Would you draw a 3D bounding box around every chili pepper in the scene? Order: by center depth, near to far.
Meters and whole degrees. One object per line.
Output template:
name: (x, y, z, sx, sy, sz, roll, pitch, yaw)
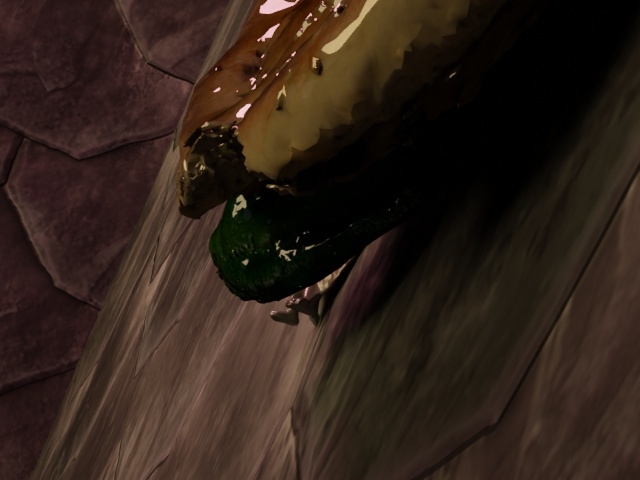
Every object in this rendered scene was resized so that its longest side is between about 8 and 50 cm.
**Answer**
chili pepper: (-0.001, -0.027, 0.906, 0.279, 0.065, 0.122, -39, 13, 40)

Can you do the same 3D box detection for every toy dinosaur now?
toy dinosaur: (0.001, 0.001, 1.035, 0.220, 0.032, 0.108, 140, 149, -69)

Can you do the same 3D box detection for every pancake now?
pancake: (0.053, -0.158, 0.828, 0.382, 0.071, 0.382, -46, 15, 16)
